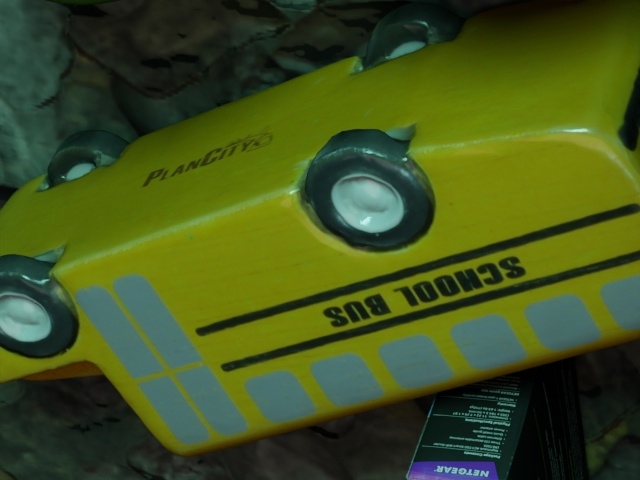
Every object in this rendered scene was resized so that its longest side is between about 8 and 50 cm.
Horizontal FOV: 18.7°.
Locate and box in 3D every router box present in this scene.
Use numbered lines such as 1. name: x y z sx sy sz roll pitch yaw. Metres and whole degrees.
1. router box: 0.085 0.127 0.868 0.046 0.133 0.179 2 127 19

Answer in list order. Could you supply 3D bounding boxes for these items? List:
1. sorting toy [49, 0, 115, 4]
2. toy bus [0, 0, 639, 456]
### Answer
1. sorting toy: -0.035 -0.124 0.759 0.366 0.127 0.126 -1 156 25
2. toy bus: 0.000 0.000 0.818 0.333 0.108 0.130 -18 120 31
